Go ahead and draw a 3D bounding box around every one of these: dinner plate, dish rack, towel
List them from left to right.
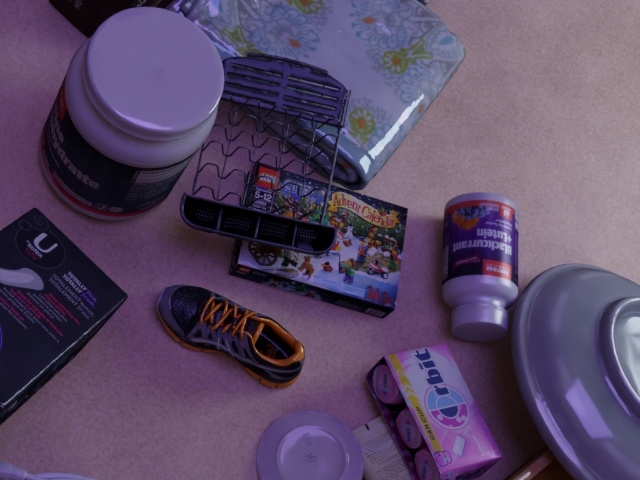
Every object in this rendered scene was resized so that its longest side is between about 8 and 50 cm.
[{"bbox_3d":[-0.066,-0.121,1.847,0.208,0.074,0.272,13,76,-8],"label":"dish rack"},{"bbox_3d":[-0.012,0.285,1.789,0.141,0.017,0.141,4,63,-7],"label":"dinner plate"},{"bbox_3d":[-0.002,-0.292,2.008,0.374,0.090,0.320,40,61,-3],"label":"towel"}]

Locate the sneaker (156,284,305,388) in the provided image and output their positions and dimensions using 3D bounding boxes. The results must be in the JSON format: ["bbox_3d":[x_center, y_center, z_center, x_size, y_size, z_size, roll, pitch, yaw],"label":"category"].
[{"bbox_3d":[-0.111,0.114,1.799,0.215,0.083,0.084,27,63,-9],"label":"sneaker"}]

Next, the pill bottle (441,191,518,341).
[{"bbox_3d":[0.226,0.039,1.952,0.108,0.108,0.194,11,65,-18],"label":"pill bottle"}]

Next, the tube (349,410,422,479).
[{"bbox_3d":[0.119,0.344,1.817,0.240,0.062,0.070,59,18,13],"label":"tube"}]

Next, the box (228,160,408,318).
[{"bbox_3d":[0.000,0.000,1.912,0.233,0.044,0.159,16,64,-16],"label":"box"}]

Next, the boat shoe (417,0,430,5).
[{"bbox_3d":[0.201,-0.426,2.157,0.219,0.078,0.070,-42,87,-22],"label":"boat shoe"}]

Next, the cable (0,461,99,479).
[{"bbox_3d":[-0.306,0.397,1.599,0.257,0.089,0.257,12,66,-18],"label":"cable"}]

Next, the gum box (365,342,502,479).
[{"bbox_3d":[0.151,0.238,1.838,0.107,0.062,0.188,-8,60,-34],"label":"gum box"}]

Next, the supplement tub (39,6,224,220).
[{"bbox_3d":[-0.240,-0.155,1.746,0.191,0.272,0.191,8,66,-19],"label":"supplement tub"}]

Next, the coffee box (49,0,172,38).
[{"bbox_3d":[-0.223,-0.415,1.922,0.119,0.168,0.297,44,59,-1],"label":"coffee box"}]

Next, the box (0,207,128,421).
[{"bbox_3d":[-0.379,0.107,1.603,0.165,0.143,0.270,45,35,0],"label":"box"}]

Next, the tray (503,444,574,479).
[{"bbox_3d":[0.305,0.396,1.813,0.411,0.076,0.203,-28,81,-43],"label":"tray"}]

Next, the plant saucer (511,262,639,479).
[{"bbox_3d":[0.445,0.192,1.922,0.400,0.100,0.400,21,49,-26],"label":"plant saucer"}]
